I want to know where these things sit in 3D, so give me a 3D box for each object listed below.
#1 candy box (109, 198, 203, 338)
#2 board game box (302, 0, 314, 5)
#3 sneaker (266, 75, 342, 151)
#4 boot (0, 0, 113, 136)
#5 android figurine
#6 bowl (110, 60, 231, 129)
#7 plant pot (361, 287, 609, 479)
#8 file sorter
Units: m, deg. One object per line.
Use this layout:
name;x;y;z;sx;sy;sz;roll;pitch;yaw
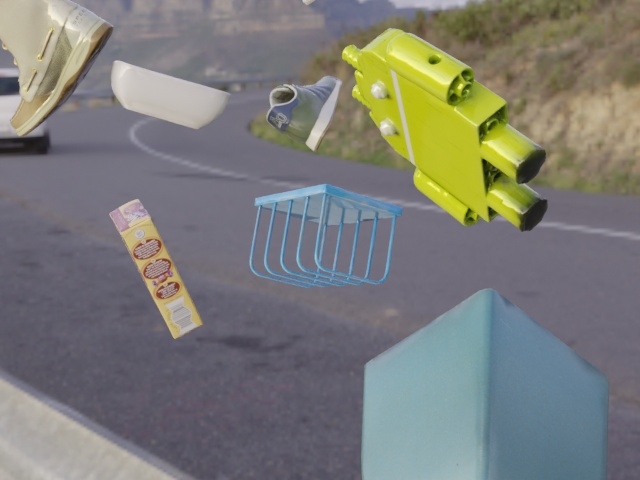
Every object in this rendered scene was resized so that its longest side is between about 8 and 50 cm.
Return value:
candy box;-0.241;0.041;1.530;0.053;0.186;0.109;-29;24;-9
board game box;0.135;-0.503;1.291;0.050;0.390;0.390;36;-18;-16
sneaker;-0.025;-0.188;1.398;0.086;0.064;0.192;24;29;-6
boot;-0.361;-0.235;1.244;0.213;0.165;0.077;-41;14;40
android figurine;0.124;-0.121;1.103;0.056;0.248;0.273;-41;59;-14
bowl;-0.185;-0.172;1.248;0.142;0.053;0.142;15;6;-16
plant pot;0.137;0.201;0.890;0.165;0.166;0.234;-38;26;35
file sorter;0.000;0.000;1.325;0.118;0.104;0.170;16;-12;-31
